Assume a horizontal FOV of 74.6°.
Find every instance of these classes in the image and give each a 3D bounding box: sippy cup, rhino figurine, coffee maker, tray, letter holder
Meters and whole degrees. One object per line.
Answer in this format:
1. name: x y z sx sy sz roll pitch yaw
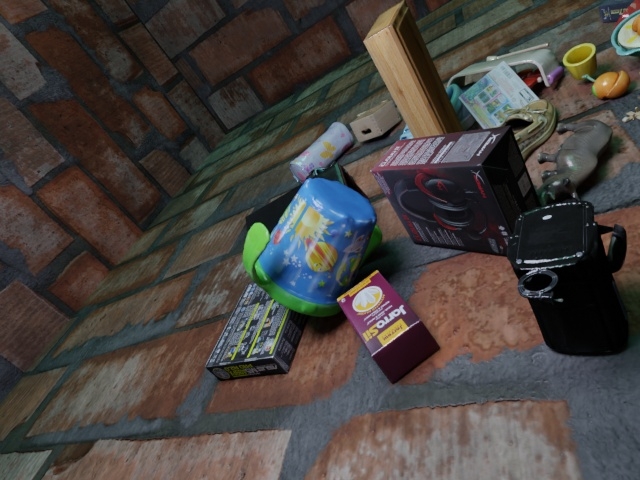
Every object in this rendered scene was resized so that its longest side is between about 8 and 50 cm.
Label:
1. sippy cup: 0.000 0.000 0.885 0.224 0.239 0.305 -64 -5 28
2. rhino figurine: 0.484 -0.149 0.817 0.243 0.073 0.106 -51 28 -23
3. coffee maker: 0.320 0.067 0.556 0.171 0.178 0.120 -45 26 -20
4. tray: 0.252 -0.338 1.010 0.076 0.411 0.203 -18 32 33
5. letter holder: -0.013 -0.029 1.136 0.301 0.214 0.152 -28 55 19

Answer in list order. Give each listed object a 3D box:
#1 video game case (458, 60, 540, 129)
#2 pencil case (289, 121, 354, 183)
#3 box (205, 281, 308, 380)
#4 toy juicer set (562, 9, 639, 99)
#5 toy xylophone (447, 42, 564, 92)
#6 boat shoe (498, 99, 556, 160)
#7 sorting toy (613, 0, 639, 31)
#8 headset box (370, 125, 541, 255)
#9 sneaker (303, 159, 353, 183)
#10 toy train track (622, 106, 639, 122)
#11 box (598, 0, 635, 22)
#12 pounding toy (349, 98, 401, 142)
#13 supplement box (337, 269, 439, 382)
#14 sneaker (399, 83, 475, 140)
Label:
1. video game case: 0.471 -0.376 1.119 0.143 0.019 0.157 -38 63 23
2. pencil case: 0.004 -0.337 1.624 0.273 0.113 0.124 -46 18 -17
3. box: -0.133 0.197 1.013 0.216 0.060 0.270 -18 33 31
4. toy juicer set: 0.731 -0.440 0.909 0.328 0.089 0.209 -29 43 28
5. toy xylophone: 0.540 -0.491 1.233 0.236 0.081 0.322 -34 28 -27
6. boat shoe: 0.461 -0.254 0.986 0.285 0.089 0.104 -49 29 -23
7. sorting toy: 0.899 -0.572 0.984 0.365 0.127 0.126 -34 51 11
8. headset box: 0.255 -0.093 0.838 0.110 0.218 0.293 -48 30 -21
9. sneaker: -0.017 -0.192 1.434 0.267 0.106 0.101 -19 33 33
10. toy train track: 0.662 -0.270 0.860 0.083 0.014 0.048 -29 28 13
11. box: 0.940 -0.703 1.160 0.232 0.059 0.183 -37 27 1
12. pounding toy: 0.215 -0.458 1.599 0.206 0.094 0.181 -42 21 -29
13. supplement box: 0.117 0.149 0.771 0.104 0.081 0.188 -36 28 0
14. sneaker: 0.282 -0.316 1.224 0.366 0.150 0.135 -41 26 -11
